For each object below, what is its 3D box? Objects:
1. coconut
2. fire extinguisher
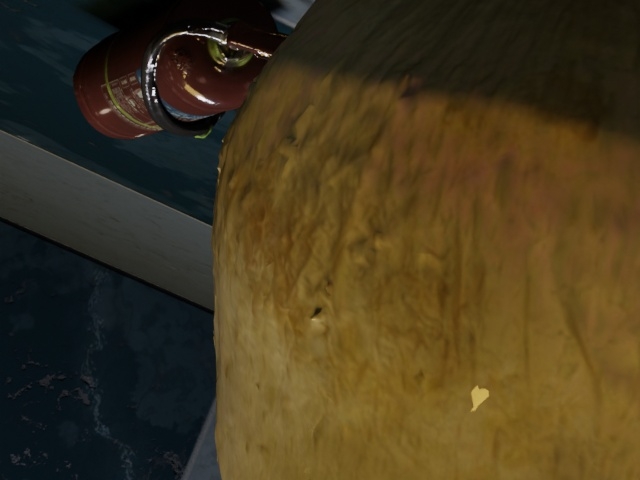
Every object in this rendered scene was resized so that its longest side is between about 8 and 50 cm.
[{"bbox_3d":[0.141,-0.009,0.641,0.404,0.405,0.404,22,169,4],"label":"coconut"},{"bbox_3d":[-0.101,-0.136,1.108,0.141,0.105,0.341,11,175,-25],"label":"fire extinguisher"}]
